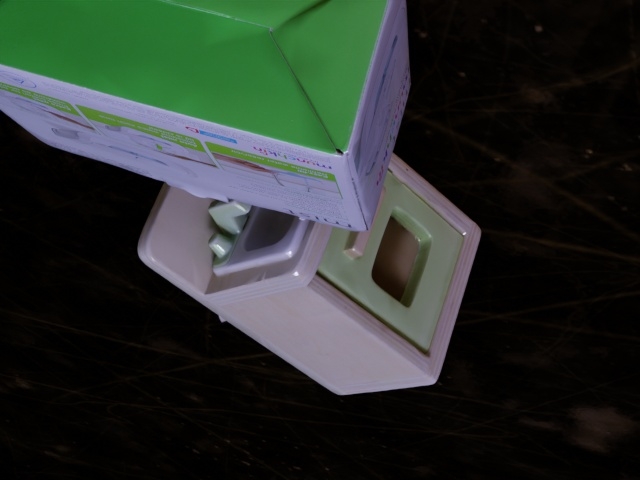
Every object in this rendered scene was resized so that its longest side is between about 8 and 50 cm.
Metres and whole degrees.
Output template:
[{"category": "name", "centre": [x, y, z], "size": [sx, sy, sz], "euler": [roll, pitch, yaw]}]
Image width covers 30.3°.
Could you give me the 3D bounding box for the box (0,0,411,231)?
[{"category": "box", "centre": [-0.082, -0.110, 0.764], "size": [0.261, 0.127, 0.231], "euler": [15, 172, 9]}]

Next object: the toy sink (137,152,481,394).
[{"category": "toy sink", "centre": [0.000, 0.000, 0.950], "size": [0.234, 0.153, 0.131], "euler": [38, 147, -28]}]

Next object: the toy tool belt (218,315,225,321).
[{"category": "toy tool belt", "centre": [-0.085, 0.049, 1.214], "size": [0.051, 0.052, 0.083], "euler": [-13, 154, -4]}]
